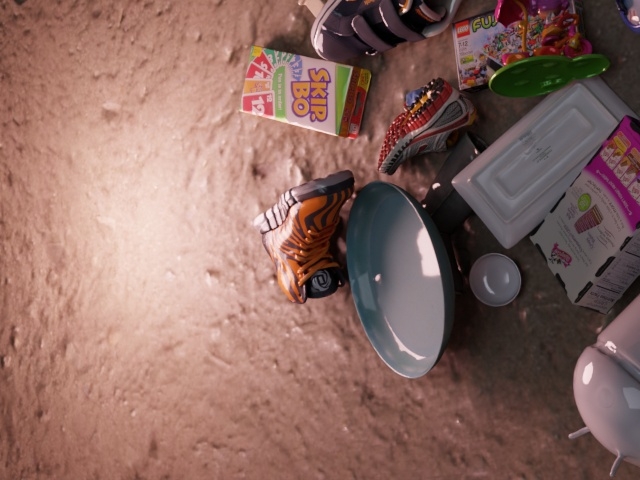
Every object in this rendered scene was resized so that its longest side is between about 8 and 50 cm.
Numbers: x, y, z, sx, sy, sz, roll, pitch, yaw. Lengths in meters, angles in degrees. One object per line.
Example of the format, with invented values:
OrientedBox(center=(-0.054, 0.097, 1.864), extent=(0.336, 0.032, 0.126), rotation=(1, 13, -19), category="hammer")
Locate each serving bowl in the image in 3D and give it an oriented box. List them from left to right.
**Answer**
OrientedBox(center=(0.275, 0.060, 1.677), extent=(0.083, 0.027, 0.083), rotation=(3, 96, 26), category="serving bowl")

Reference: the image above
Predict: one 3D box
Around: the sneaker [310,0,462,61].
OrientedBox(center=(0.117, -0.374, 1.734), extent=(0.321, 0.126, 0.127), rotation=(-38, 53, 29), category="sneaker")

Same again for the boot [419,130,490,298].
OrientedBox(center=(0.224, -0.039, 1.702), extent=(0.208, 0.076, 0.189), rotation=(-45, 65, 21), category="boot")

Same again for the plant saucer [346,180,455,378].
OrientedBox(center=(0.129, 0.059, 1.705), extent=(0.317, 0.044, 0.317), rotation=(42, 137, 54), category="plant saucer")

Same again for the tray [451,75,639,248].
OrientedBox(center=(0.332, -0.127, 1.595), extent=(0.270, 0.030, 0.145), rotation=(-42, 66, 12), category="tray")

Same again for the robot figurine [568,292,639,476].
OrientedBox(center=(0.471, 0.154, 1.386), extent=(0.200, 0.300, 0.353), rotation=(45, 91, -4), category="robot figurine")

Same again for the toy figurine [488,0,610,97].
OrientedBox(center=(0.321, -0.310, 1.565), extent=(0.173, 0.130, 0.159), rotation=(-10, 73, 15), category="toy figurine")

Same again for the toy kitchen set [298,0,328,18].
OrientedBox(center=(0.036, -0.496, 1.834), extent=(0.166, 0.122, 0.207), rotation=(55, 139, 23), category="toy kitchen set")

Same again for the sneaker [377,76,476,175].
OrientedBox(center=(0.164, -0.162, 1.717), extent=(0.225, 0.093, 0.088), rotation=(-42, 24, 53), category="sneaker")

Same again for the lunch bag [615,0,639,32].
OrientedBox(center=(0.480, -0.426, 1.408), extent=(0.303, 0.115, 0.243), rotation=(132, 132, -55), category="lunch bag")

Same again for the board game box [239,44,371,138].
OrientedBox(center=(-0.030, -0.265, 1.912), extent=(0.259, 0.039, 0.124), rotation=(18, 101, 33), category="board game box")

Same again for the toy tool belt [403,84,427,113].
OrientedBox(center=(0.162, -0.227, 1.753), extent=(0.083, 0.051, 0.052), rotation=(-9, 84, 37), category="toy tool belt")

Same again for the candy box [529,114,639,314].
OrientedBox(center=(0.413, -0.035, 1.507), extent=(0.233, 0.071, 0.159), rotation=(-55, 33, 26), category="candy box")

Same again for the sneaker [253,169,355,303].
OrientedBox(center=(0.000, 0.000, 1.803), extent=(0.180, 0.125, 0.321), rotation=(68, 157, 6), category="sneaker")

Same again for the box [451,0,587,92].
OrientedBox(center=(0.305, -0.306, 1.656), extent=(0.207, 0.036, 0.114), rotation=(-11, 83, 36), category="box")
